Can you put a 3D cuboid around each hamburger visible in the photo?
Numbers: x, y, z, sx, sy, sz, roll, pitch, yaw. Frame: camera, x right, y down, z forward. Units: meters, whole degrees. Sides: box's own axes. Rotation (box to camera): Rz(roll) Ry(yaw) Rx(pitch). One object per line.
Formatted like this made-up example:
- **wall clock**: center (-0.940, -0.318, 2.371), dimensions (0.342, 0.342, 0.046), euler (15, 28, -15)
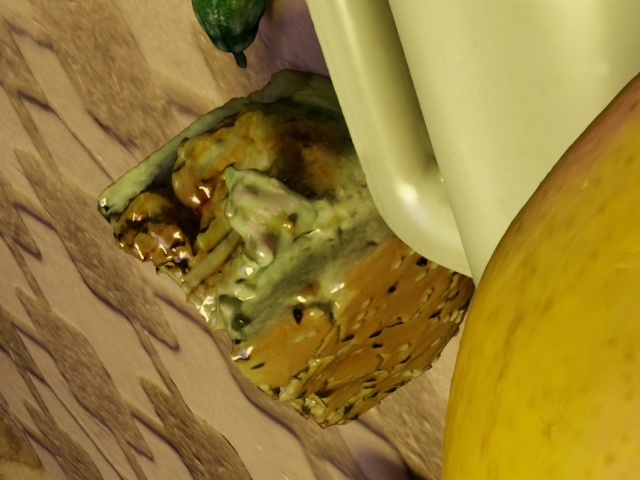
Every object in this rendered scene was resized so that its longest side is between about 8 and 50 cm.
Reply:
- **hamburger**: center (0.000, 0.000, 1.028), dimensions (0.167, 0.192, 0.288), euler (53, -177, 21)

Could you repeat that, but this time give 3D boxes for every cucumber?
- **cucumber**: center (-0.056, -0.188, 1.024), dimensions (0.056, 0.056, 0.250), euler (44, 152, 26)

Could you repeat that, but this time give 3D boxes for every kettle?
- **kettle**: center (0.102, -0.079, 0.635), dimensions (0.265, 0.205, 0.318), euler (-6, 130, 18)

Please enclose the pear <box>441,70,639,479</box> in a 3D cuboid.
- **pear**: center (0.181, 0.049, 0.446), dimensions (0.285, 0.336, 0.285), euler (37, -171, -7)
